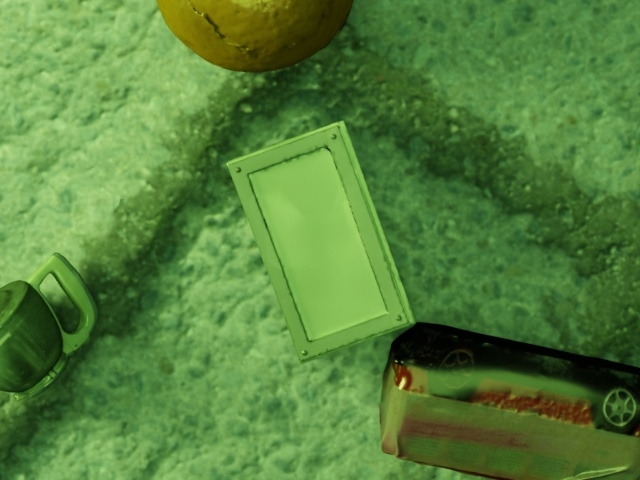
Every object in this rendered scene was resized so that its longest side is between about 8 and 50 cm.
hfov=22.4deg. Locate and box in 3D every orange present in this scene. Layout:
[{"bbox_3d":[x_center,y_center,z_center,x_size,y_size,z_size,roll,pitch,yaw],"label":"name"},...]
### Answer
[{"bbox_3d":[-0.066,-0.279,1.623,0.219,0.193,0.219,-8,115,-17],"label":"orange"}]

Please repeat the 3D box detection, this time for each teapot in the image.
[{"bbox_3d":[-0.311,0.100,1.699,0.111,0.149,0.108,-21,119,37],"label":"teapot"}]

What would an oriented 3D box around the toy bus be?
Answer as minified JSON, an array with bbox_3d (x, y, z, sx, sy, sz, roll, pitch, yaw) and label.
[{"bbox_3d":[0.211,0.179,1.701,0.303,0.127,0.147,13,98,-5],"label":"toy bus"}]

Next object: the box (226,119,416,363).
[{"bbox_3d":[0.000,0.000,1.698,0.130,0.086,0.225,-20,94,-1],"label":"box"}]
